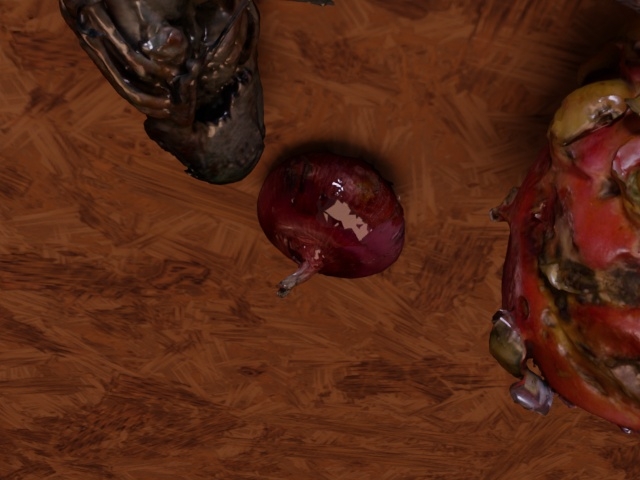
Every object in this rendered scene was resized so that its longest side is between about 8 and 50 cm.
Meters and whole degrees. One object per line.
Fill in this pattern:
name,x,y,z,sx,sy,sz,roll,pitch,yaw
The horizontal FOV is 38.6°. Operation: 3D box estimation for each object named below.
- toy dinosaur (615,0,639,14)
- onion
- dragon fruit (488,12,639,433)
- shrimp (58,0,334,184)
toy dinosaur,0.160,-0.241,0.525,0.162,0.077,0.294,-33,99,39
onion,0.000,0.000,0.860,0.150,0.140,0.150,15,140,13
dragon fruit,0.273,-0.045,0.694,0.296,0.314,0.263,10,134,34
shrimp,-0.094,-0.177,0.652,0.172,0.137,0.372,-31,154,-13
